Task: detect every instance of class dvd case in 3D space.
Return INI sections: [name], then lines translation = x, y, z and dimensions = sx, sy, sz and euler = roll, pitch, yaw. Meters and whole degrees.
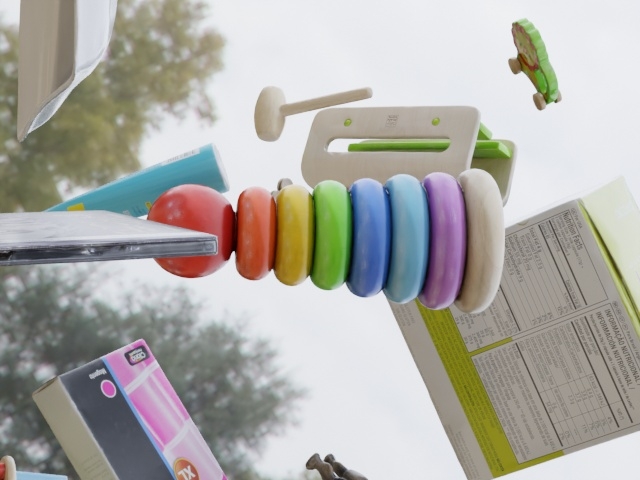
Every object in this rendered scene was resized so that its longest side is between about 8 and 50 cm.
[dvd case]
translation = -0.199, -0.005, 0.978
dimensions = 0.221, 0.165, 0.018
euler = 13, -77, 58

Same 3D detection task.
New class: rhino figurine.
[rhino figurine]
translation = 0.021, 0.404, 1.838
dimensions = 0.106, 0.073, 0.243
euler = 36, -43, 29

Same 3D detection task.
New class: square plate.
[square plate]
translation = -0.234, -0.285, 1.210
dimensions = 0.344, 0.049, 0.347
euler = 167, -74, -69

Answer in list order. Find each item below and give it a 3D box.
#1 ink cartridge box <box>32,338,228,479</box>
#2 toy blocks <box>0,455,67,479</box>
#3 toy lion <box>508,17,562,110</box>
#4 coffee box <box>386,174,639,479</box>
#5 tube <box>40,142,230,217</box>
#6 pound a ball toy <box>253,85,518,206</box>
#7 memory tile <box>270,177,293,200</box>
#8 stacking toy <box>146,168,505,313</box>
[ink cartridge box]
translation = -0.201, 0.314, 1.636
dimensions = 0.069, 0.176, 0.370
euler = -32, -94, 31
[toy blocks]
translation = -0.276, 0.214, 0.989
dimensions = 0.054, 0.148, 0.123
euler = -114, -142, -49
[toy lion]
translation = 0.268, -0.226, 1.622
dimensions = 0.100, 0.034, 0.096
euler = 61, -9, 25
[coffee box]
translation = 0.351, 0.126, 1.971
dimensions = 0.334, 0.338, 0.338
euler = -25, -92, 26
[tube]
translation = -0.196, -0.043, 1.310
dimensions = 0.080, 0.207, 0.052
euler = 61, 11, -72
[pound a ball toy]
translation = 0.077, -0.115, 1.781
dimensions = 0.319, 0.135, 0.208
euler = 3, -18, 36
[memory tile]
translation = -0.072, -0.030, 2.316
dimensions = 0.012, 0.148, 0.113
euler = 0, -47, 38
[stacking toy]
translation = 0.000, 0.000, 1.231
dimensions = 0.141, 0.331, 0.141
euler = 180, -90, -83
